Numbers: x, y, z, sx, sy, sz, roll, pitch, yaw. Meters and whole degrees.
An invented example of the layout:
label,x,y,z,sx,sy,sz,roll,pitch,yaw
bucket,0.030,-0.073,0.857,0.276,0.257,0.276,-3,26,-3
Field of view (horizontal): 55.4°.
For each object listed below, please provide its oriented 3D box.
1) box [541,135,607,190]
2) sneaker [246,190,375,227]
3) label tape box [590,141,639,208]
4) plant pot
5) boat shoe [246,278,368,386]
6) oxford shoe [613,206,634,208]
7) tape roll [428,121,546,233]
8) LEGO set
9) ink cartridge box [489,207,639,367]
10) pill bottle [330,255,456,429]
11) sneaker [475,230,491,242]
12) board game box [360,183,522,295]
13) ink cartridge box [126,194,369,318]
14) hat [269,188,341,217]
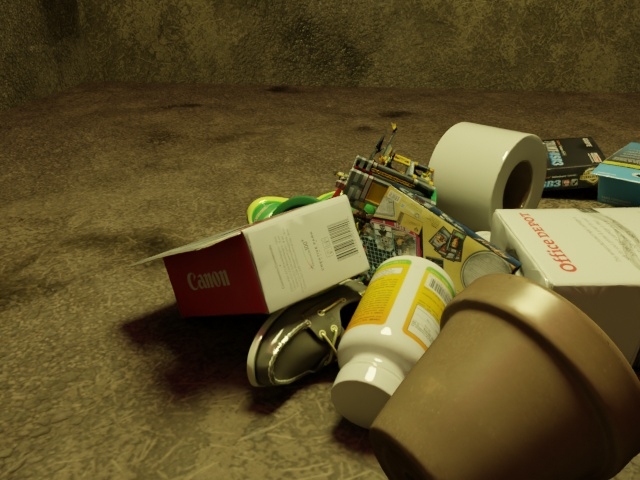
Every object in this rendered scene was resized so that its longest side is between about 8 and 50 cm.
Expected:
label,x,y,z,sx,sy,sz,roll,pitch,yaw
box,0.625,-0.214,1.702,0.293,0.073,0.295,-4,23,17
sneaker,-0.016,-0.036,1.371,0.295,0.109,0.123,-6,46,-13
label tape box,0.773,-0.120,1.368,0.249,0.115,0.347,18,30,35
plant pot,0.183,0.202,0.692,0.229,0.263,0.263,-32,36,-20
boat shoe,0.006,0.140,0.951,0.091,0.109,0.305,10,23,32
oxford shoe,0.753,-0.015,1.216,0.140,0.146,0.397,-18,29,-27
tape roll,0.372,-0.133,1.371,0.169,0.246,0.246,21,33,40
LEGO set,0.101,-0.066,1.214,0.192,0.255,0.331,23,34,0
ink cartridge box,0.510,0.067,1.023,0.395,0.166,0.285,-1,25,-2
pill bottle,0.105,0.145,0.882,0.136,0.136,0.246,9,40,21
sneaker,0.362,0.033,1.223,0.212,0.080,0.094,-9,38,-19
board game box,0.180,0.039,1.008,0.243,0.165,0.042,37,23,21
ink cartridge box,-0.129,0.044,1.001,0.272,0.130,0.309,-21,5,-36
hat,0.000,0.000,1.264,0.173,0.208,0.183,42,12,23
